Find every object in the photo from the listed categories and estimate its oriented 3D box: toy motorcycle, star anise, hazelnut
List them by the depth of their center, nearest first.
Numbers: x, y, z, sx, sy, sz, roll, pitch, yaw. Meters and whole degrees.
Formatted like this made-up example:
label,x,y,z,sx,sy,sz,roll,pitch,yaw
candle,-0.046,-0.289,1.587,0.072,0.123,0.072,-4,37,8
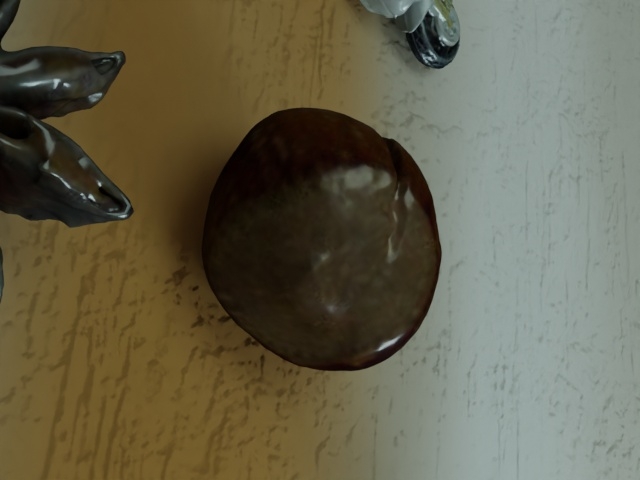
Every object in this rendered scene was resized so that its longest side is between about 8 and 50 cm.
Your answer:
label,x,y,z,sx,sy,sz,roll,pitch,yaw
star anise,-0.189,-0.072,0.515,0.209,0.089,0.231,3,72,-35
hazelnut,0.000,0.000,0.665,0.143,0.143,0.154,-48,117,-45
toy motorcycle,0.058,-0.246,0.859,0.151,0.074,0.229,5,80,-51
